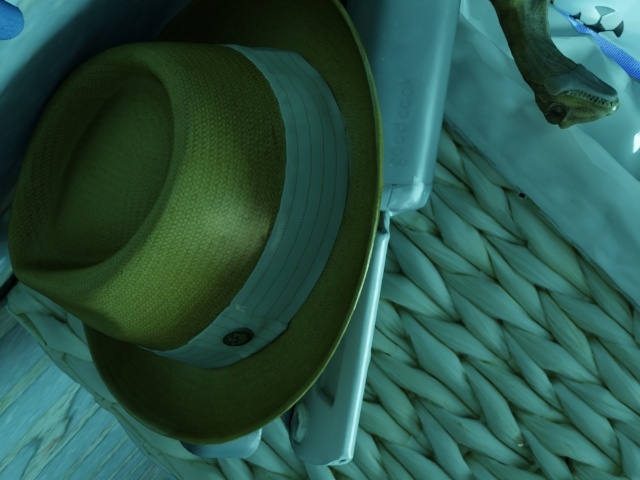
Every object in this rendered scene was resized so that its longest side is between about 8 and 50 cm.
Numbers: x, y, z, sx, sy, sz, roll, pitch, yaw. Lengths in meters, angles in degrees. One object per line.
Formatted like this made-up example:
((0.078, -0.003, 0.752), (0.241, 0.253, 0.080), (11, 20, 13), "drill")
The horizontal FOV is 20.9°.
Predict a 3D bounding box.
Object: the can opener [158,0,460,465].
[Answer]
((-0.004, -0.042, 0.697), (0.076, 0.095, 0.283), (-143, -123, -63), "can opener")

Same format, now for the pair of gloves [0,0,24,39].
((-0.072, -0.100, 0.410), (0.198, 0.023, 0.159), (-51, 176, 22), "pair of gloves")

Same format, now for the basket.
((0.074, 0.022, 0.914), (0.266, 0.331, 0.328), (-49, 176, 16), "basket")

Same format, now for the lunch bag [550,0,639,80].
((0.326, -0.299, 1.391), (0.328, 0.239, 0.385), (-51, 160, 23), "lunch bag")

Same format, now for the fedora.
((-0.060, -0.017, 0.652), (0.079, 0.194, 0.194), (9, 131, -39), "fedora")

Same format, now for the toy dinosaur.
((0.072, -0.147, 0.728), (0.064, 0.211, 0.112), (-3, 151, -24), "toy dinosaur")
